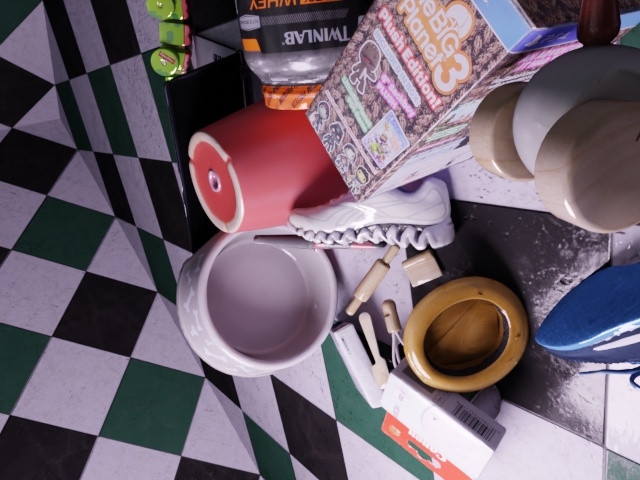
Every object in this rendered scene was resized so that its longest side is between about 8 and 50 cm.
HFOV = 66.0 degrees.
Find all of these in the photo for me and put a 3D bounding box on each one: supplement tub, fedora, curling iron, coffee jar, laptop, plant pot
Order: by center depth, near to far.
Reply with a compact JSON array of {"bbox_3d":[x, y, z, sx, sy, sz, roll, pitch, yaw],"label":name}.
[{"bbox_3d":[-0.026,-0.378,0.724,0.207,0.207,0.337,24,129,47],"label":"supplement tub"},{"bbox_3d":[0.221,0.141,0.775,0.079,0.195,0.194,-82,-26,-80],"label":"fedora"},{"bbox_3d":[0.221,0.275,0.890,0.184,0.096,0.079,4,119,54],"label":"coffee jar"},{"bbox_3d":[0.000,0.000,0.950,0.274,0.068,0.035,-3,109,16],"label":"curling iron"},{"bbox_3d":[-0.101,-0.143,0.952,0.275,0.243,0.274,34,136,41],"label":"plant pot"},{"bbox_3d":[-0.286,-0.235,1.138,0.408,0.237,0.381,38,138,44],"label":"laptop"}]

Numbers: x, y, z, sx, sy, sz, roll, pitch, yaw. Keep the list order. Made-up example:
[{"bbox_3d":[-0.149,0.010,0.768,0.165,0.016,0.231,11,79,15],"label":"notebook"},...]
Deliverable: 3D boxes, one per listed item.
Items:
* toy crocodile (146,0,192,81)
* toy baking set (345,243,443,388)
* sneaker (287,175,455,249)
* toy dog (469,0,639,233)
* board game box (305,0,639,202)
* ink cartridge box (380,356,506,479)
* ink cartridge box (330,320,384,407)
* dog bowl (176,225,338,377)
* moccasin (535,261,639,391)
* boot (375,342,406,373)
[{"bbox_3d":[-0.360,-0.523,1.220,0.115,0.105,0.340,-98,11,-59],"label":"toy crocodile"},{"bbox_3d":[0.137,0.136,0.873,0.197,0.030,0.256,46,112,23],"label":"toy baking set"},{"bbox_3d":[0.078,-0.053,0.832,0.292,0.110,0.118,1,104,25],"label":"sneaker"},{"bbox_3d":[0.279,-0.106,0.375,0.220,0.334,0.160,37,128,51],"label":"toy dog"},{"bbox_3d":[0.157,-0.197,0.553,0.141,0.232,0.291,60,147,10],"label":"board game box"},{"bbox_3d":[0.184,0.332,0.831,0.189,0.066,0.232,33,132,28],"label":"ink cartridge box"},{"bbox_3d":[0.087,0.281,1.052,0.223,0.045,0.223,62,174,6],"label":"ink cartridge box"},{"bbox_3d":[-0.118,0.113,1.037,0.102,0.349,0.348,-22,92,60],"label":"dog bowl"},{"bbox_3d":[0.356,0.095,0.509,0.117,0.137,0.342,36,164,3],"label":"moccasin"},{"bbox_3d":[0.159,0.208,0.934,0.045,0.099,0.121,50,144,22],"label":"boot"}]
